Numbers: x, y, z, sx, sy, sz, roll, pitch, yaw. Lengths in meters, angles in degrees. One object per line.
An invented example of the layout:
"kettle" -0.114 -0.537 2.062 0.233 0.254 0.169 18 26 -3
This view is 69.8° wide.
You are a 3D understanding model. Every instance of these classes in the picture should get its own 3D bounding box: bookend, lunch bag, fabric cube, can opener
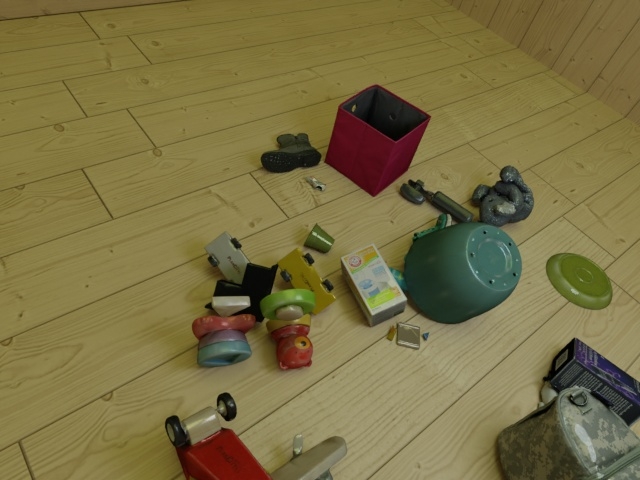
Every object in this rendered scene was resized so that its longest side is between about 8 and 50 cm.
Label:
"bookend" -0.209 0.122 1.233 0.157 0.072 0.156 14 88 -1
"lunch bag" 0.555 0.495 1.021 0.212 0.305 0.256 -13 56 -25
"fabric cube" 0.204 -0.373 1.698 0.259 0.258 0.254 37 52 17
"can opener" 0.427 -0.137 1.693 0.280 0.074 0.093 34 85 16

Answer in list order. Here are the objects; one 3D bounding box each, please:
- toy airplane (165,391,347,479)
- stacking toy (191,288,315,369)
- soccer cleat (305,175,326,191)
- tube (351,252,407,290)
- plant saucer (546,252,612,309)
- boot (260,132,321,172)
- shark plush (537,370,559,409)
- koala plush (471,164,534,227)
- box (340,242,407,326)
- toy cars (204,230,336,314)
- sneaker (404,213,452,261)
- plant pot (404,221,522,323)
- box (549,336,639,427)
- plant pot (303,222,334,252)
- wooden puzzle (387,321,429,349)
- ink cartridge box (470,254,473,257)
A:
"toy airplane" -0.144 0.499 0.859 0.386 0.273 0.384 1 17 4
"stacking toy" -0.141 0.233 1.092 0.308 0.279 0.130 -3 62 -19
"soccer cleat" -0.019 -0.204 1.649 0.083 0.029 0.036 30 45 6
"tube" 0.181 0.100 1.435 0.207 0.052 0.080 19 43 11
"plant saucer" 0.912 0.130 1.602 0.241 0.037 0.241 8 49 -9
"boot" -0.130 -0.334 1.709 0.246 0.083 0.161 -10 47 -29
"shark plush" 0.646 0.437 1.282 0.067 0.073 0.161 36 27 -9
"koala plush" 0.645 -0.117 1.647 0.203 0.196 0.221 49 50 2
"box" 0.150 0.128 1.335 0.114 0.103 0.203 -23 61 -8
"toy cars" -0.142 0.095 1.320 0.393 0.087 0.177 13 85 -2
"sneaker" 0.366 -0.006 1.536 0.110 0.107 0.275 23 48 17
"plant pot" 0.426 0.078 1.325 0.293 0.235 0.293 6 70 -18
"box" 0.755 0.393 1.258 0.207 0.108 0.153 37 27 17
"plant pot" 0.000 0.000 1.455 0.079 0.083 0.083 32 49 -4
"wooden puzzle" 0.253 0.274 1.324 0.116 0.014 0.079 19 53 2
"ink cartridge box" 0.569 0.033 1.581 0.135 0.056 0.099 7 49 -9
